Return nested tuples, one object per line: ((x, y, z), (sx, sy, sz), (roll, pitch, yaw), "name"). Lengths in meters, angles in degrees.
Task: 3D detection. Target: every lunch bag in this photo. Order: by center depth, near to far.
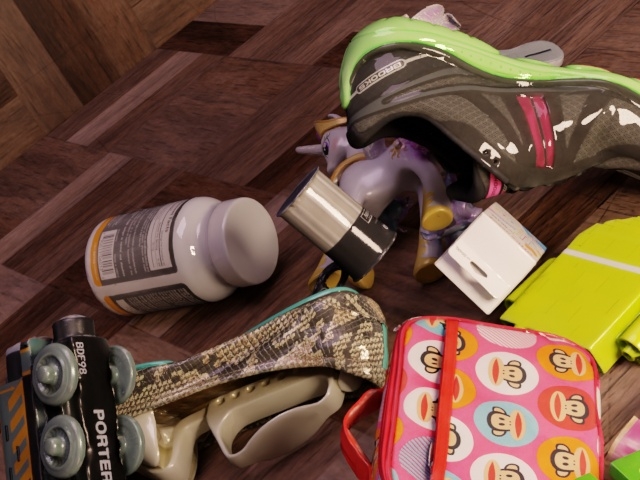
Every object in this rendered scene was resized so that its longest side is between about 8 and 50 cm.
((0.149, 0.204, 1.505), (0.258, 0.120, 0.293), (11, 37, 0), "lunch bag")

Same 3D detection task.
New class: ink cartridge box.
((0.209, 0.021, 1.831), (0.090, 0.092, 0.143), (-49, -5, 15), "ink cartridge box")

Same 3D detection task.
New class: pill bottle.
((-0.212, 0.021, 2.282), (0.278, 0.162, 0.162), (-11, 33, 35), "pill bottle")

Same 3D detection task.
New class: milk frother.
((0.000, 0.000, 1.912), (0.143, 0.135, 0.129), (-49, 7, 3), "milk frother")

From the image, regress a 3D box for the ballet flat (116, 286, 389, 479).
((-0.133, 0.215, 1.902), (0.482, 0.164, 0.182), (-22, 51, 16), "ballet flat")

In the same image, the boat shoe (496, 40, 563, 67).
((0.274, -0.242, 2.252), (0.226, 0.076, 0.083), (-12, 45, -30), "boat shoe")

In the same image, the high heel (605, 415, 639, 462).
((0.394, 0.179, 1.505), (0.117, 0.082, 0.244), (33, 43, 22), "high heel")

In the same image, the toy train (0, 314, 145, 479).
((-0.315, 0.265, 1.840), (0.190, 0.334, 0.142), (-20, -17, 37), "toy train")

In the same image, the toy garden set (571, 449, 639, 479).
((0.364, 0.259, 1.339), (0.244, 0.049, 0.204), (-17, 39, -26), "toy garden set")

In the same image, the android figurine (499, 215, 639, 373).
((0.326, 0.068, 1.755), (0.273, 0.056, 0.248), (-44, 28, -19), "android figurine")

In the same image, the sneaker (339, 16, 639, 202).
((0.252, -0.128, 1.892), (0.185, 0.482, 0.202), (98, -174, -78), "sneaker")

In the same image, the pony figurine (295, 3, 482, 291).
((0.117, -0.113, 2.100), (0.351, 0.303, 0.363), (-30, 40, 22), "pony figurine")
